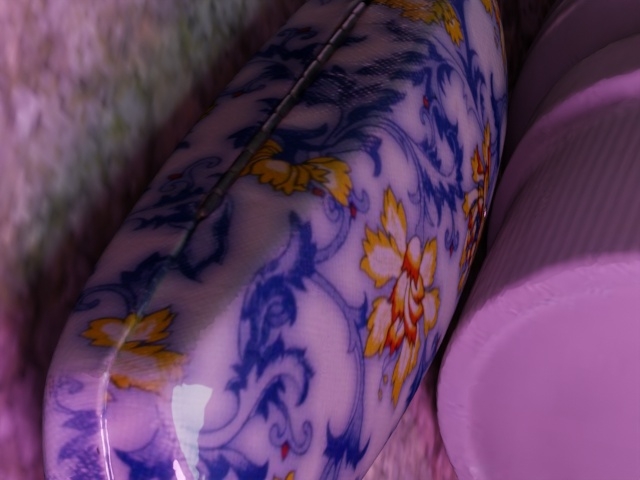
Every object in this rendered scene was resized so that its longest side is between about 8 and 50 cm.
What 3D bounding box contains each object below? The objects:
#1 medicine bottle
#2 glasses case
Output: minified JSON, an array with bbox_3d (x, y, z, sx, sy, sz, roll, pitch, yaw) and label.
[{"bbox_3d":[0.187,-0.020,0.718,0.306,0.245,0.245,-59,142,-40],"label":"medicine bottle"},{"bbox_3d":[0.000,0.000,0.499,0.248,0.065,0.087,-57,139,-54],"label":"glasses case"}]
